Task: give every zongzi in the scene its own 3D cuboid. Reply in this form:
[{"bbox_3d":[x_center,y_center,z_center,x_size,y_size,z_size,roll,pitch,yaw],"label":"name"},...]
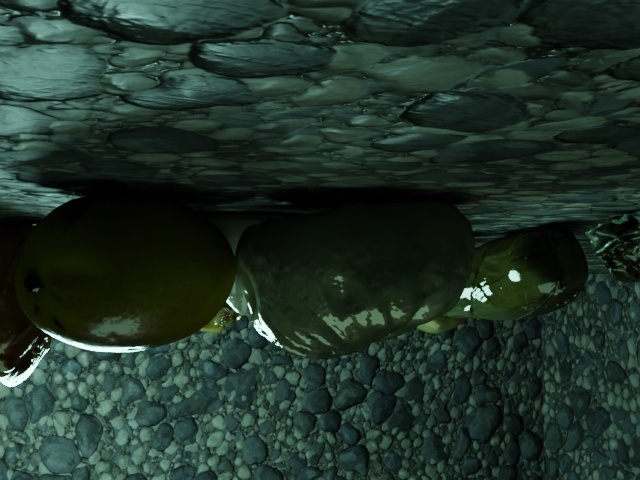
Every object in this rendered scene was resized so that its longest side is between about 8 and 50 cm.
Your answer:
[{"bbox_3d":[0.338,0.082,1.827,0.393,0.174,0.356,-11,172,7],"label":"zongzi"}]

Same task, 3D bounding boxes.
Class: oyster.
[{"bbox_3d":[0.595,0.000,1.537,0.268,0.112,0.198,10,151,-23],"label":"oyster"}]

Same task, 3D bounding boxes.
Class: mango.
[{"bbox_3d":[-0.260,0.049,1.324,0.302,0.220,0.445,-9,175,11],"label":"mango"}]

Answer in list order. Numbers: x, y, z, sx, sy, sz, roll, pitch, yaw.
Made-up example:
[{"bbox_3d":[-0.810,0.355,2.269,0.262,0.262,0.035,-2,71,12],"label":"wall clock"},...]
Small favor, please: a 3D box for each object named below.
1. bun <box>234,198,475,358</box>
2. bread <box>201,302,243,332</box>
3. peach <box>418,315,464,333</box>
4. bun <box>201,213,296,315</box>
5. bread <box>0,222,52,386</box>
[{"bbox_3d":[0.051,0.060,1.334,0.360,0.210,0.360,-9,176,-1],"label":"bun"},{"bbox_3d":[-0.270,0.105,1.968,0.278,0.167,0.324,23,172,-8],"label":"bread"},{"bbox_3d":[0.268,0.099,2.149,0.233,0.232,0.232,0,176,0],"label":"peach"},{"bbox_3d":[-0.122,0.046,1.599,0.263,0.175,0.263,1,174,0],"label":"bun"},{"bbox_3d":[-0.578,0.116,1.664,0.173,0.312,0.312,11,175,-1],"label":"bread"}]
